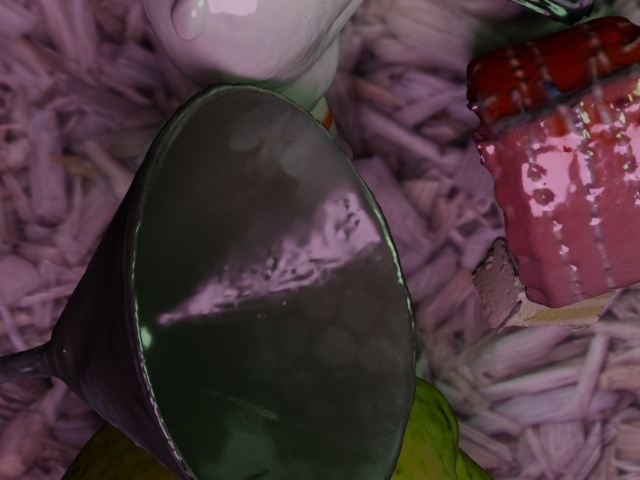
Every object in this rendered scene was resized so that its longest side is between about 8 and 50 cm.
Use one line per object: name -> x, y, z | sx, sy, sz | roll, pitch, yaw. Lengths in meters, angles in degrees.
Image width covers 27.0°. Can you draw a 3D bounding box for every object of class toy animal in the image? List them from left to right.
toy animal -> -0.037, -0.142, 0.852 | 0.140, 0.138, 0.282 | 16, 171, 9

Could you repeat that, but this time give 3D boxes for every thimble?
thimble -> 0.175, -0.052, 0.901 | 0.125, 0.163, 0.190 | -16, 132, 8

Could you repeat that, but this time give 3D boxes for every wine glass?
wine glass -> -0.174, 0.079, 0.856 | 0.406, 0.267, 0.267 | -15, 130, 33

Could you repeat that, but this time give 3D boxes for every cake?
cake -> 0.182, 0.039, 1.059 | 0.121, 0.065, 0.052 | 6, 131, -37

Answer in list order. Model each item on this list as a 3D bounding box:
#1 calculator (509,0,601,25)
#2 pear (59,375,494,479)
calculator -> 0.092, -0.247, 0.828 | 0.274, 0.028, 0.166 | 19, 125, -17
pear -> -0.025, 0.261, 1.023 | 0.391, 0.391, 0.391 | -2, 128, -2
